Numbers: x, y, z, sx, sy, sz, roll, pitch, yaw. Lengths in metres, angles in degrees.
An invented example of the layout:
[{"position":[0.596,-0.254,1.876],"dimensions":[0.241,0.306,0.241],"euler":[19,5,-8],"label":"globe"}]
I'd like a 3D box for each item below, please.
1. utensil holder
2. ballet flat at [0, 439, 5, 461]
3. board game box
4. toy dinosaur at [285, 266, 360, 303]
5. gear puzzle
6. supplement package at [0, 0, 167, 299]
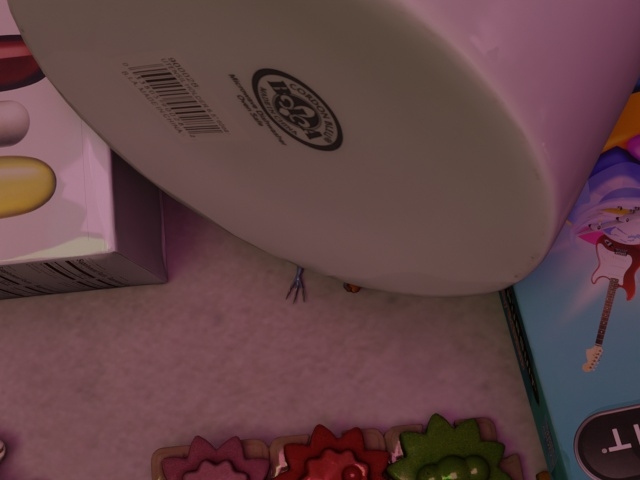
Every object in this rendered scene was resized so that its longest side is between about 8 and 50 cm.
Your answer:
[{"position":[0.060,-0.207,0.610],"dimensions":[0.327,0.327,0.385],"euler":[25,66,7],"label":"utensil holder"},{"position":[-0.231,0.174,0.753],"dimensions":[0.070,0.070,0.188],"euler":[-36,82,-3],"label":"ballet flat"},{"position":[0.240,0.017,0.674],"dimensions":[0.253,0.079,0.336],"euler":[-11,57,1],"label":"board game box"},{"position":[0.000,0.000,0.774],"dimensions":[0.082,0.047,0.090],"euler":[30,72,-11],"label":"toy dinosaur"},{"position":[0.061,0.200,0.710],"dimensions":[0.338,0.044,0.175],"euler":[-4,70,-7],"label":"gear puzzle"},{"position":[-0.222,-0.063,0.740],"dimensions":[0.203,0.149,0.194],"euler":[-6,80,3],"label":"supplement package"}]
